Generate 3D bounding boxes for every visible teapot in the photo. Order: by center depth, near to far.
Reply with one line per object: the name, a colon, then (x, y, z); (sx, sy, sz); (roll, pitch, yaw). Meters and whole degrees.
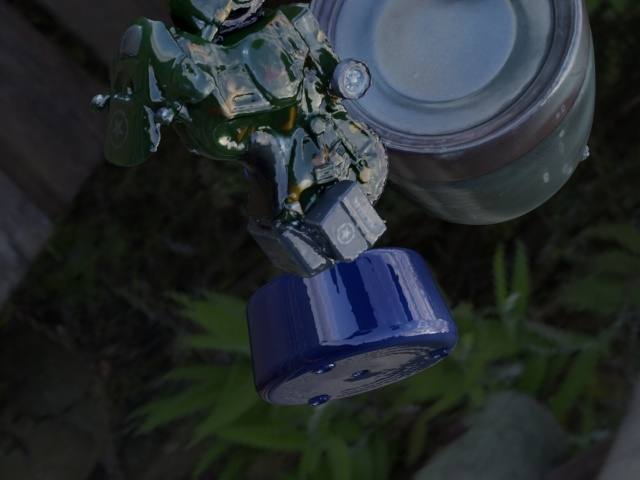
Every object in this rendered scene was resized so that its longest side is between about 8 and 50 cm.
teapot: (0.095, -0.129, 1.492); (0.312, 0.315, 0.233); (53, 47, -65)

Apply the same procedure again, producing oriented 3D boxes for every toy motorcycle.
toy motorcycle: (-0.053, -0.079, 1.195); (0.125, 0.187, 0.274); (17, -32, 54)

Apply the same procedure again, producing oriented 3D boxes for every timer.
timer: (0.000, 0.000, 2.170); (0.270, 0.270, 0.383); (8, 61, -54)
